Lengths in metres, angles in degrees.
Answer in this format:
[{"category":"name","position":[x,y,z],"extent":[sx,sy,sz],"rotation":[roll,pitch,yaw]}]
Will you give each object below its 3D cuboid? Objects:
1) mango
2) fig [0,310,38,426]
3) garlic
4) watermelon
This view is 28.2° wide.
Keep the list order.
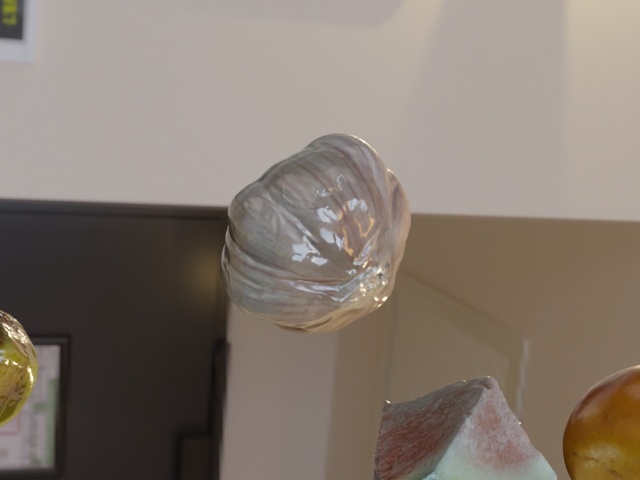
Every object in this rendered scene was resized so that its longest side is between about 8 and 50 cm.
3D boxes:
[{"category":"mango","position":[0.324,0.207,1.304],"extent":[0.112,0.145,0.219],"rotation":[-52,179,-41]},{"category":"fig","position":[-0.433,0.166,1.633],"extent":[0.154,0.144,0.166],"rotation":[3,-77,39]},{"category":"garlic","position":[0.000,0.000,1.935],"extent":[0.259,0.317,0.317],"rotation":[46,-45,35]},{"category":"watermelon","position":[0.156,0.295,1.578],"extent":[0.193,0.310,0.232],"rotation":[-21,-123,40]}]
